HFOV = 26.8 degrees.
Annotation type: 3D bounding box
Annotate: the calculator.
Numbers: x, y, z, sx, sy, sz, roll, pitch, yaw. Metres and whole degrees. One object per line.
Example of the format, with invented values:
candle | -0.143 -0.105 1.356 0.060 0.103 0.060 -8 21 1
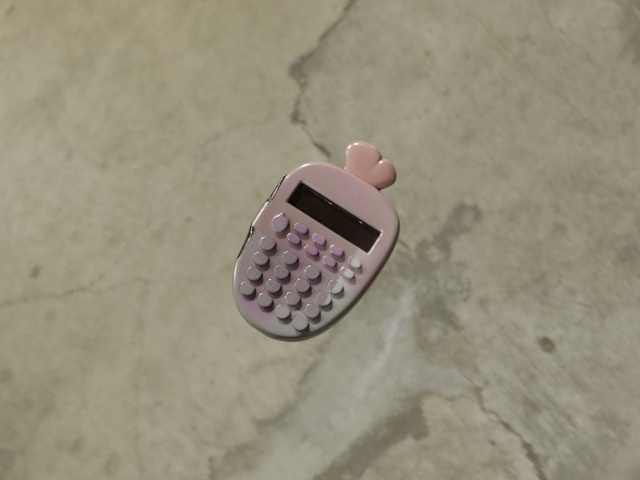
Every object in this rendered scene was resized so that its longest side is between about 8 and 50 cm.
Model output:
calculator | 0.000 0.000 1.008 0.103 0.024 0.166 33 80 10
